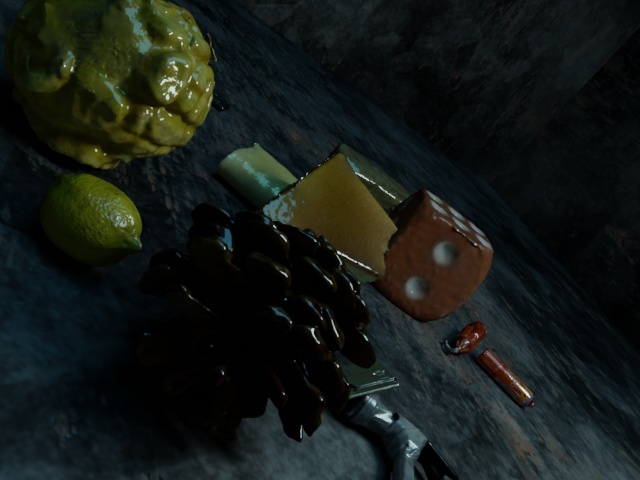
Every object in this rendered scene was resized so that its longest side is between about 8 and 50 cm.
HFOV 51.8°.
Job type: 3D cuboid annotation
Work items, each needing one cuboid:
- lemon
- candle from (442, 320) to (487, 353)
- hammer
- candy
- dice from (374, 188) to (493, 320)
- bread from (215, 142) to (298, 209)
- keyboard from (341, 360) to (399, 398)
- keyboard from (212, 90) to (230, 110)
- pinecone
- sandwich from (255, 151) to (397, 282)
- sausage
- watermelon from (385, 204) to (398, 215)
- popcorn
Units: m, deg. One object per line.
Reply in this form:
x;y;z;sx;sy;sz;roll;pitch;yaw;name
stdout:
-0.217;-0.017;0.633;0.110;0.082;0.082;38;18;10;lemon
0.261;0.175;1.185;0.048;0.053;0.162;41;20;17;candle
0.062;0.284;0.580;0.152;0.044;0.427;41;20;-4;hammer
0.100;-0.099;1.390;0.233;0.104;0.102;32;26;-25;candy
0.194;0.025;1.188;0.175;0.179;0.174;41;19;-9;dice
-0.073;-0.080;1.076;0.178;0.060;0.139;42;19;2;bread
0.022;0.158;0.726;0.129;0.015;0.049;-6;26;-31;keyboard
-0.268;-0.332;1.325;0.204;0.013;0.061;40;19;-4;keyboard
-0.058;0.073;0.585;0.229;0.202;0.201;52;33;-38;pinecone
0.000;0.000;0.938;0.186;0.108;0.220;54;41;-4;sandwich
0.336;0.251;1.184;0.129;0.034;0.034;46;20;14;sausage
0.169;0.000;1.342;0.155;0.080;0.101;53;-4;-38;watermelon
-0.249;-0.198;0.784;0.250;0.250;0.190;48;-14;19;popcorn
